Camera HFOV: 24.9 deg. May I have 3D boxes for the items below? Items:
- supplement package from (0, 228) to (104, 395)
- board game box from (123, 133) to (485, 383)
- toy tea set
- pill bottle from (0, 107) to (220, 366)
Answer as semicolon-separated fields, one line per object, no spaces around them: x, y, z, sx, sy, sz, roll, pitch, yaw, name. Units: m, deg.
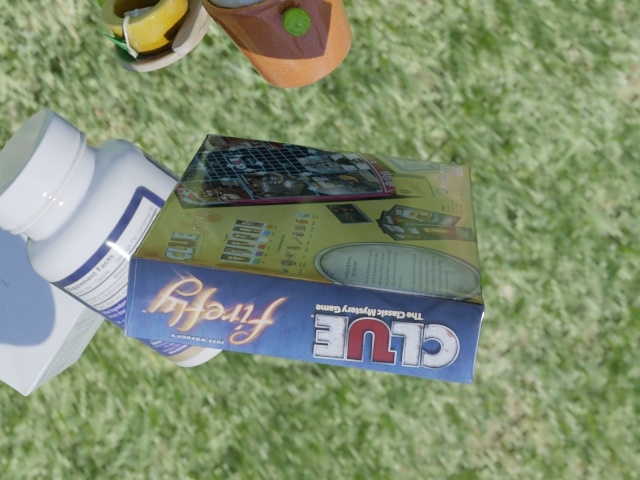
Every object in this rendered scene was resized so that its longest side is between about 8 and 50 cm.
-0.328;0.038;1.557;0.149;0.194;0.203;-57;178;8;supplement package
0.000;0.000;0.774;0.165;0.243;0.042;8;108;2;board game box
-0.081;-0.228;1.110;0.200;0.336;0.124;-58;138;-27;toy tea set
-0.136;-0.004;0.997;0.187;0.112;0.112;37;100;-25;pill bottle
